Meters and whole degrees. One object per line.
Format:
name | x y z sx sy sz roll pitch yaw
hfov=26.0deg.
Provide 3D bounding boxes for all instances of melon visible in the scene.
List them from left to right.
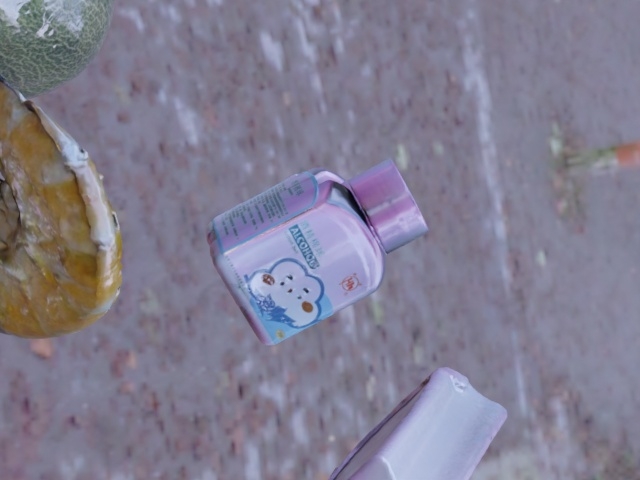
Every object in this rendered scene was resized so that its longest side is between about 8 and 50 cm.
melon | -0.331 -0.262 1.334 0.302 0.237 0.237 44 43 -65

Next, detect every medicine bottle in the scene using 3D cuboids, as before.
medicine bottle | 0.000 0.000 1.290 0.119 0.188 0.094 61 2 -26

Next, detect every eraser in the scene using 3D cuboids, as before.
eraser | 0.070 0.309 1.661 0.122 0.272 0.359 42 23 5

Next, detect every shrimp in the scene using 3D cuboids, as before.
shrimp | -0.347 -0.024 1.317 0.085 0.445 0.272 -32 105 -41
